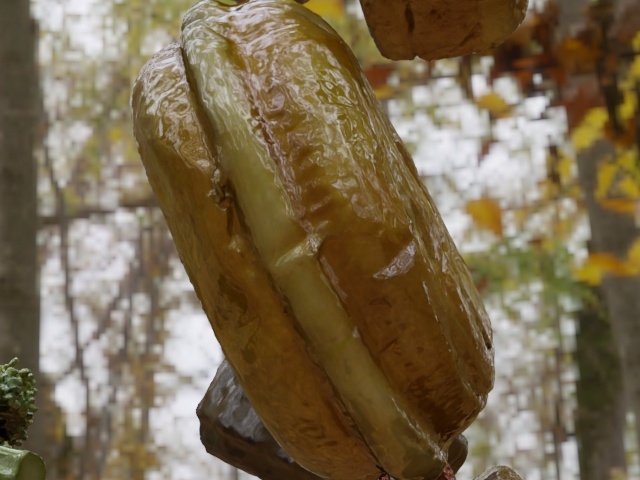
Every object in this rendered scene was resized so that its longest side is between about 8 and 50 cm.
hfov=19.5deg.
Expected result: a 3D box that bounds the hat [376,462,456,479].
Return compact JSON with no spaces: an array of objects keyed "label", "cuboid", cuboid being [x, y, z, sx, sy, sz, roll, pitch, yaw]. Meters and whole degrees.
[{"label":"hat","cuboid":[0.056,0.257,1.736,0.094,0.112,0.162,-14,-22,-41]}]

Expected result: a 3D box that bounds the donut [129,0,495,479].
[{"label":"donut","cuboid":[0.000,0.000,1.552,0.198,0.449,0.449,-26,-27,5]}]

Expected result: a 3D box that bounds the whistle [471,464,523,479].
[{"label":"whistle","cuboid":[0.126,0.222,1.492,0.107,0.057,0.220,-40,-4,-9]}]

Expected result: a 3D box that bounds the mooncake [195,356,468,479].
[{"label":"mooncake","cuboid":[0.008,0.232,2.243,0.324,0.187,0.324,31,-5,3]}]

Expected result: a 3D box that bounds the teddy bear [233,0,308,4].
[{"label":"teddy bear","cuboid":[-0.097,-0.328,1.901,0.236,0.151,0.267,-5,21,-36]}]

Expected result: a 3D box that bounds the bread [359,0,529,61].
[{"label":"bread","cuboid":[0.104,-0.292,1.701,0.167,0.132,0.294,-11,-32,7]}]

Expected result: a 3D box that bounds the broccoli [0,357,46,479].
[{"label":"broccoli","cuboid":[-0.425,0.222,2.042,0.260,0.235,0.288,-18,-20,17]}]
